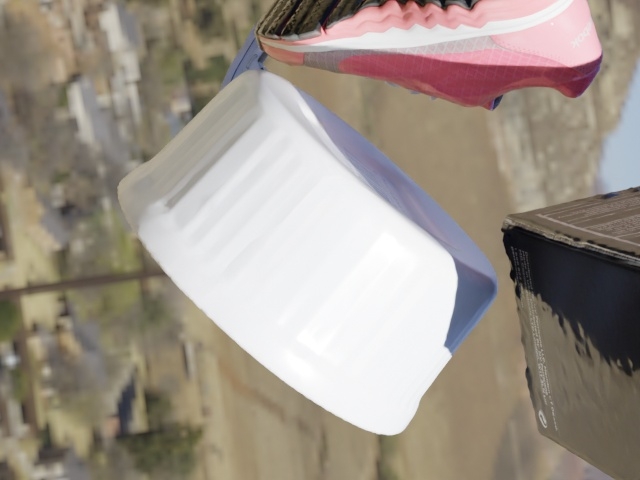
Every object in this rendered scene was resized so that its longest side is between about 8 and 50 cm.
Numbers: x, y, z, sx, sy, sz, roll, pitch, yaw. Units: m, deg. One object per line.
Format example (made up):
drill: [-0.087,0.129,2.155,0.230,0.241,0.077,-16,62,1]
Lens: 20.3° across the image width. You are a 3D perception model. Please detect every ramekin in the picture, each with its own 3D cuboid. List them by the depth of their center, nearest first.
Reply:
ramekin: [0.000,0.000,1.311,0.277,0.135,0.277,40,10,-9]

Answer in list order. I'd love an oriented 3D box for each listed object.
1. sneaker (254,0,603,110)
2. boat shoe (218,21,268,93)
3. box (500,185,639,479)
sneaker: [0.077,-0.147,1.364,0.116,0.313,0.136,-54,126,-29]
boat shoe: [-0.074,-0.182,1.889,0.100,0.035,0.035,-61,173,-16]
box: [0.316,0.053,1.210,0.294,0.296,0.183,-155,-126,-76]
